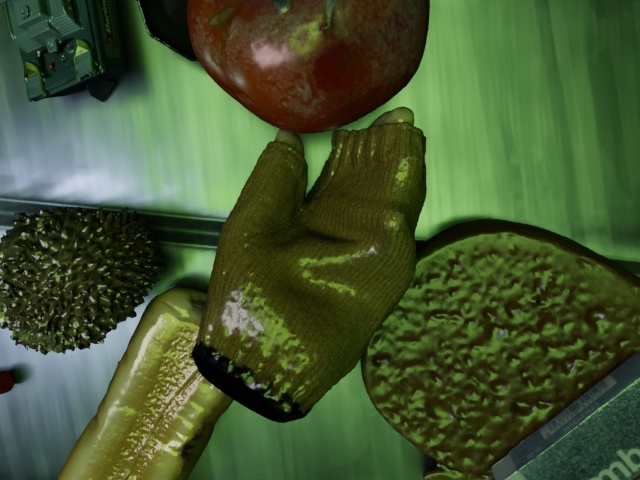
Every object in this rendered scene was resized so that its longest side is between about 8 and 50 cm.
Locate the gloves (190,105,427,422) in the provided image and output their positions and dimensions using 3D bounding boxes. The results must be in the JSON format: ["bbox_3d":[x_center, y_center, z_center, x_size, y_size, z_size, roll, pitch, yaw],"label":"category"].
[{"bbox_3d":[-0.001,0.011,0.656,0.203,0.155,0.356,26,82,16],"label":"gloves"}]

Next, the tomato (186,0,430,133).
[{"bbox_3d":[-0.003,-0.212,0.605,0.232,0.188,0.231,-3,76,14],"label":"tomato"}]

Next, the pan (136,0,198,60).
[{"bbox_3d":[-0.106,-0.251,0.701,0.202,0.048,0.128,29,95,-20],"label":"pan"}]

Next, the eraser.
[{"bbox_3d":[0.297,0.223,0.676,0.212,0.046,0.092,-41,95,9],"label":"eraser"}]

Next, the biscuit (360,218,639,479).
[{"bbox_3d":[0.235,0.164,0.730,0.394,0.070,0.350,34,100,-3],"label":"biscuit"}]

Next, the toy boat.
[{"bbox_3d":[-0.296,-0.301,0.661,0.114,0.122,0.295,-11,93,25],"label":"toy boat"}]

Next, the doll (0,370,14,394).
[{"bbox_3d":[-0.574,0.184,0.732,0.384,0.099,0.188,-25,95,0],"label":"doll"}]

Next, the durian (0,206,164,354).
[{"bbox_3d":[-0.262,0.036,0.679,0.196,0.196,0.166,-13,116,2],"label":"durian"}]

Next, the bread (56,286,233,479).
[{"bbox_3d":[-0.190,0.203,0.726,0.142,0.091,0.305,31,96,5],"label":"bread"}]
